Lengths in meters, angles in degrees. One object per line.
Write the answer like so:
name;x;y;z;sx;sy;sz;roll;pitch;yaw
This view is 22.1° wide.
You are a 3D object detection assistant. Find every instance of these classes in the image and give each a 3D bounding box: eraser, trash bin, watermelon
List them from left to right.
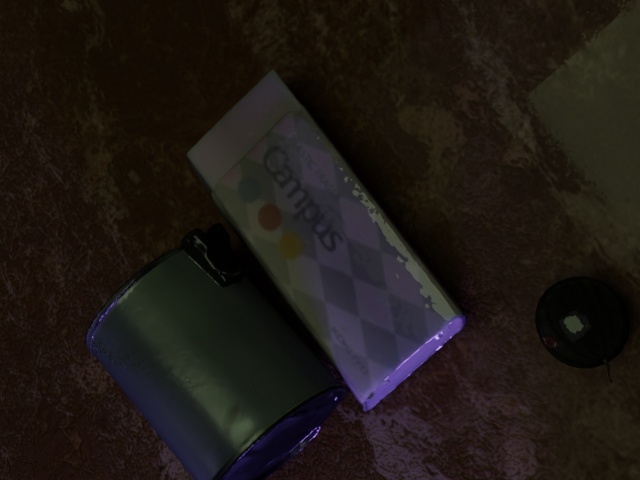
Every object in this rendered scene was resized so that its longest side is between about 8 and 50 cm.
trash bin;-0.133;0.163;2.061;0.262;0.217;0.277;48;124;16
eraser;0.001;0.000;2.051;0.213;0.082;0.397;-44;75;24
watermelon;0.307;0.104;1.881;0.105;0.105;0.133;-38;66;25
